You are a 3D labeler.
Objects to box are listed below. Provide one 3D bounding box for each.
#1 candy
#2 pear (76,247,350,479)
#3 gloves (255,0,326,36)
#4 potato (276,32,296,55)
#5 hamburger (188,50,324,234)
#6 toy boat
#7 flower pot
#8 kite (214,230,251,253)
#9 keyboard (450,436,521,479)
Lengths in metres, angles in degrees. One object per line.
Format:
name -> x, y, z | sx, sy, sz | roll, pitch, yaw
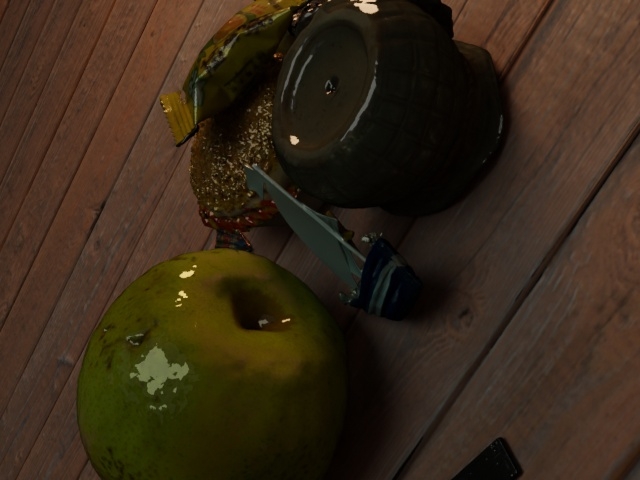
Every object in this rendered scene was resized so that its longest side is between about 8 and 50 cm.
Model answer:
candy -> -0.121, -0.274, 1.313 | 0.297, 0.081, 0.187 | -43, 29, 8
pear -> -0.148, 0.216, 1.204 | 0.391, 0.391, 0.390 | -23, 60, 46
gloves -> -0.004, -0.375, 1.415 | 0.127, 0.212, 0.111 | -52, -9, -31
potato -> -0.091, -0.353, 1.546 | 0.085, 0.105, 0.188 | -30, 32, -15
hamburger -> -0.093, -0.153, 1.408 | 0.276, 0.179, 0.294 | -6, 72, 52
toy boat -> 0.000, 0.000, 1.173 | 0.291, 0.220, 0.067 | 36, 70, 12
flower pot -> 0.077, -0.186, 1.176 | 0.302, 0.213, 0.301 | -22, 60, 45
kite -> -0.176, 0.044, 1.578 | 0.183, 0.014, 0.241 | -10, 70, 51
keyboard -> 0.172, 0.294, 1.042 | 0.155, 0.010, 0.053 | -50, 44, 27
